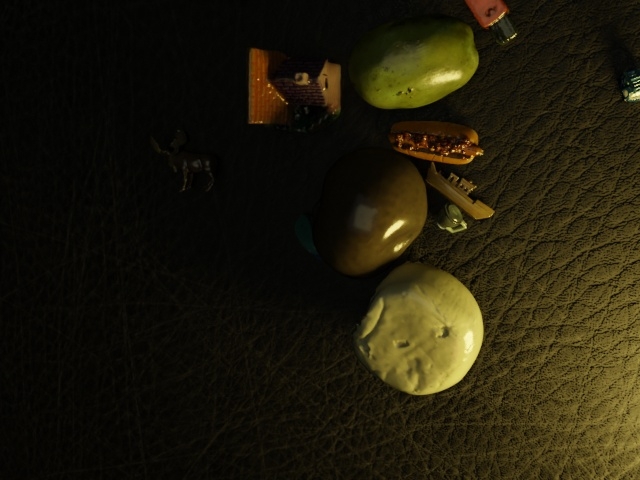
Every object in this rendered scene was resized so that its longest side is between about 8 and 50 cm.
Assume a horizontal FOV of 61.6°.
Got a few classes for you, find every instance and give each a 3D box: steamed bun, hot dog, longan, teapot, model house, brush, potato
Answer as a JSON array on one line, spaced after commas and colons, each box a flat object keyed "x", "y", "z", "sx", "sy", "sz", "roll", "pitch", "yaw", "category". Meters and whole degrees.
[{"x": 0.265, "y": 0.226, "z": 1.416, "sx": 0.312, "sy": 0.233, "sz": 0.334, "roll": 40, "pitch": 121, "yaw": 7, "category": "steamed bun"}, {"x": 0.295, "y": -0.256, "z": 1.381, "sx": 0.249, "sy": 0.076, "sz": 0.102, "roll": 14, "pitch": 103, "yaw": 19, "category": "hot dog"}, {"x": 0.118, "y": -0.068, "z": 1.382, "sx": 0.288, "sy": 0.288, "sz": 0.350, "roll": 30, "pitch": 104, "yaw": 13, "category": "longan"}, {"x": 0.343, "y": -0.054, "z": 1.421, "sx": 0.088, "sy": 0.066, "sz": 0.057, "roll": 39, "pitch": 135, "yaw": -14, "category": "teapot"}, {"x": -0.088, "y": -0.385, "z": 1.413, "sx": 0.237, "sy": 0.237, "sz": 0.202, "roll": 12, "pitch": 104, "yaw": 18, "category": "model house"}, {"x": 0.369, "y": -0.616, "z": 1.290, "sx": 0.070, "sy": 0.051, "sz": 0.323, "roll": -32, "pitch": 92, "yaw": 31, "category": "brush"}, {"x": 0.221, "y": -0.433, "z": 1.304, "sx": 0.304, "sy": 0.216, "sz": 0.215, "roll": -17, "pitch": 95, "yaw": 14, "category": "potato"}]

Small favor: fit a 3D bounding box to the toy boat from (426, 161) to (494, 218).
[{"x": 0.361, "y": -0.131, "z": 1.392, "sx": 0.206, "sy": 0.064, "sz": 0.072, "roll": 41, "pitch": 98, "yaw": 8, "category": "toy boat"}]

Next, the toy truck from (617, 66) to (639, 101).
[{"x": 0.701, "y": -0.347, "z": 1.194, "sx": 0.056, "sy": 0.090, "sz": 0.073, "roll": -19, "pitch": 94, "yaw": 24, "category": "toy truck"}]

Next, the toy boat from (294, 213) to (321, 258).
[{"x": 0.000, "y": 0.000, "z": 1.547, "sx": 0.091, "sy": 0.110, "sz": 0.175, "roll": -52, "pitch": 39, "yaw": 21, "category": "toy boat"}]

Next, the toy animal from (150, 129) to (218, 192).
[{"x": -0.416, "y": -0.247, "z": 1.661, "sx": 0.214, "sy": 0.094, "sz": 0.186, "roll": 0, "pitch": 106, "yaw": 14, "category": "toy animal"}]
